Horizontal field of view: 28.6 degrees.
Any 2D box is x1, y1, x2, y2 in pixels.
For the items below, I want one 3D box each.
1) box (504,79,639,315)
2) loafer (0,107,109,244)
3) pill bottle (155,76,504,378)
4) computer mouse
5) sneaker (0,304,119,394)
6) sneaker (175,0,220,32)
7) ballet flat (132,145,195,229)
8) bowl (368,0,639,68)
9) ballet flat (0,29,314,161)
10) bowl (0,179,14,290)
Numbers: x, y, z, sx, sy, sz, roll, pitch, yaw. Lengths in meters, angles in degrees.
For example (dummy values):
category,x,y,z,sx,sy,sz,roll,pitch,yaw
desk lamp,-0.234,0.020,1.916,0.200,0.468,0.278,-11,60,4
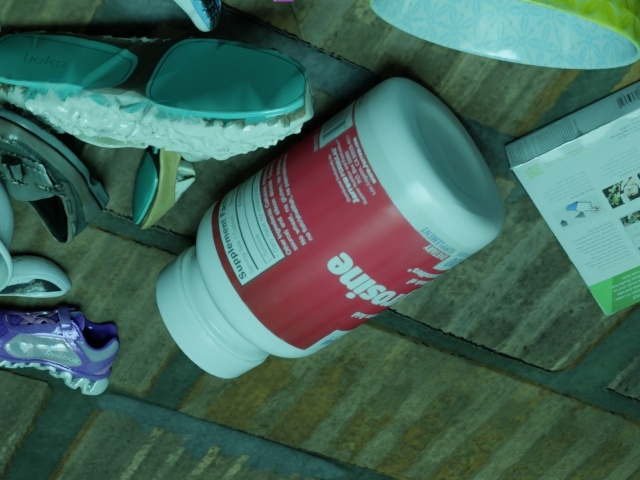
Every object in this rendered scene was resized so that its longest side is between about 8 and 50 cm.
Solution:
category,x,y,z,sx,sy,sz,roll,pitch,yaw
box,0.412,-0.054,1.635,0.232,0.058,0.322,-25,128,18
loafer,-0.323,-0.066,1.476,0.096,0.084,0.267,24,168,18
pill bottle,0.000,0.000,1.539,0.408,0.229,0.229,-34,126,25
computer mouse,-0.424,0.041,1.654,0.193,0.106,0.042,0,115,-20
sneaker,-0.377,0.127,1.731,0.236,0.095,0.104,23,121,-29
sneaker,-0.176,-0.304,1.365,0.083,0.071,0.190,-18,123,21
ballet flat,-0.179,-0.102,1.538,0.073,0.080,0.232,1,134,-20
bowl,0.207,-0.291,1.312,0.290,0.289,0.156,13,89,-15
ballet flat,-0.183,-0.155,1.404,0.409,0.147,0.147,11,136,21
bowl,-0.484,-0.062,1.484,0.298,0.134,0.298,12,150,7
